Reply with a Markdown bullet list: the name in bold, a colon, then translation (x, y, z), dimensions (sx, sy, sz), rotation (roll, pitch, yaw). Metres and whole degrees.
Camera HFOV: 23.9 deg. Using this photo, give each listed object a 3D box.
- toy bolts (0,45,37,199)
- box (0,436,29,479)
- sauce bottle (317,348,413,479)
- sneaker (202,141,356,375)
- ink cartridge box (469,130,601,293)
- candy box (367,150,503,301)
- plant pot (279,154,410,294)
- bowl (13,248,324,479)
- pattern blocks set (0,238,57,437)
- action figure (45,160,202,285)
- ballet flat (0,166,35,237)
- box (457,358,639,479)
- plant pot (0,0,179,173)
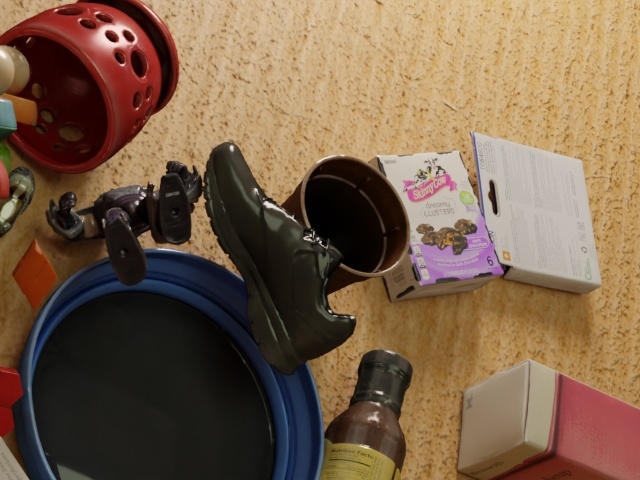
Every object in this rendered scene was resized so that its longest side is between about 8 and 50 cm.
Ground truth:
- **toy bolts**: translation (-0.407, -0.147, 1.652), dimensions (0.218, 0.228, 0.158), rotation (12, 94, -21)
- **box**: translation (-0.365, 0.328, 1.528), dimensions (0.182, 0.119, 0.181), rotation (-32, 89, -42)
- **sauce bottle**: translation (0.045, 0.292, 1.861), dimensions (0.111, 0.111, 0.344), rotation (34, 50, -18)
- **sneaker**: translation (-0.047, 0.010, 1.802), dimensions (0.109, 0.130, 0.286), rotation (-25, 92, -78)
- **ink cartridge box**: translation (0.313, -0.040, 2.279), dimensions (0.224, 0.045, 0.223), rotation (13, 59, -30)
- **candy box**: translation (0.149, -0.023, 2.130), dimensions (0.165, 0.070, 0.196), rotation (-7, 72, -39)
- **plant pot**: translation (0.000, 0.000, 1.943), dimensions (0.167, 0.165, 0.167), rotation (18, 57, -30)
- **bowl**: translation (-0.176, 0.202, 1.765), dimensions (0.391, 0.077, 0.391), rotation (17, 57, -29)
- **pattern blocks set**: translation (-0.420, 0.042, 1.568), dimensions (0.285, 0.026, 0.325), rotation (9, 102, -19)
- **action figure**: translation (-0.216, -0.033, 1.749), dimensions (0.185, 0.285, 0.099), rotation (-25, 105, -11)
- **ballet flat**: translation (-0.361, -0.048, 1.782), dimensions (0.041, 0.041, 0.114), rotation (37, 50, -16)
- **box**: translation (0.321, 0.274, 2.051), dimensions (0.232, 0.148, 0.127), rotation (24, 55, -24)
- **plant pot**: translation (-0.280, -0.198, 1.829), dimensions (0.191, 0.191, 0.174), rotation (50, 39, -4)
